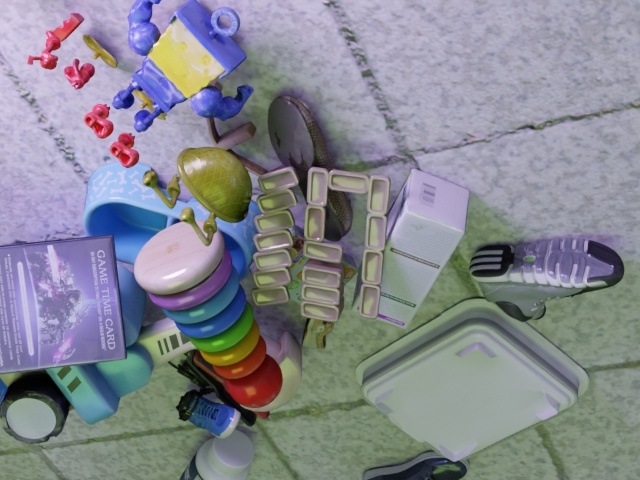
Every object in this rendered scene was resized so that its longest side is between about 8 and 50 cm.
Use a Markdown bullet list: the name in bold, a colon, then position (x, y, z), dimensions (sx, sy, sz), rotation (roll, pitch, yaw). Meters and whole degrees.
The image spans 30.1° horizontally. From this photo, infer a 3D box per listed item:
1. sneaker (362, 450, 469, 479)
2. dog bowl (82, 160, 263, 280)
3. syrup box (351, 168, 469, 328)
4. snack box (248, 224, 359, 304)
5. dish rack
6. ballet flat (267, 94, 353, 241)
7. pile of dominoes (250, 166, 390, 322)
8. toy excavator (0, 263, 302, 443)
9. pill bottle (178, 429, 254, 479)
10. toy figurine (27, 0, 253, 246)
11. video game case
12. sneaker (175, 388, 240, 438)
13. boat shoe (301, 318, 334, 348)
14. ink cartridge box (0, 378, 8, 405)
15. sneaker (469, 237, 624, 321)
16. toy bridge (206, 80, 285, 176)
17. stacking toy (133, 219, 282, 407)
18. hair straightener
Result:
- **sneaker**: position (0.165, 0.476, 2.148), dimensions (0.226, 0.163, 0.086), rotation (-24, 122, 30)
- **dog bowl**: position (-0.227, -0.018, 1.832), dimensions (0.297, 0.074, 0.166), rotation (16, 135, -2)
- **syrup box**: position (0.130, 0.017, 1.761), dimensions (0.096, 0.093, 0.237), rotation (20, 135, -7)
- **snack box**: position (-0.025, 0.043, 1.817), dimensions (0.141, 0.037, 0.100), rotation (30, 112, -37)
- **dish rack**: position (0.245, 0.253, 1.979), dimensions (0.285, 0.072, 0.333), rotation (37, 132, -22)
- **ballet flat**: position (-0.007, -0.108, 1.710), dimensions (0.084, 0.058, 0.250), rotation (9, 135, 42)
- **pile of dominoes**: position (0.000, 0.000, 1.731), dimensions (0.195, 0.040, 0.251), rotation (10, 119, 10)
- **toy excavator**: position (-0.306, 0.163, 1.939), dimensions (0.445, 0.222, 0.433), rotation (-26, 113, 13)
- **pill bottle**: position (-0.193, 0.433, 2.233), dimensions (0.108, 0.108, 0.180), rotation (24, 133, -9)
- **toy figurine**: position (-0.171, -0.202, 1.557), dimensions (0.217, 0.191, 0.362), rotation (-40, 97, 22)
- **video game case**: position (-0.440, 0.101, 1.798), dimensions (0.274, 0.026, 0.196), rotation (-6, 101, -9)
- **sneaker**: position (-0.204, 0.301, 2.087), dimensions (0.084, 0.058, 0.152), rotation (34, 164, -22)
- **boat shoe**: position (0.001, 0.133, 1.940), dimensions (0.045, 0.050, 0.135), rotation (12, 145, -2)
- **ink cartridge box**: position (-0.722, 0.233, 2.047), dimensions (0.166, 0.285, 0.395), rotation (-1, 132, 16)
- **sneaker**: position (0.345, 0.067, 1.774), dimensions (0.228, 0.086, 0.132), rotation (2, 139, 26)
- **toy bridge**: position (-0.123, -0.149, 1.712), dimensions (0.063, 0.026, 0.188), rotation (-21, 124, 31)
- **stacking toy**: position (-0.153, 0.132, 1.798), dimensions (0.141, 0.141, 0.330), rotation (-9, 128, 22)
- **hair straightener**: position (-0.199, 0.258, 2.108), dimensions (0.230, 0.047, 0.089), rotation (37, 130, -21)
